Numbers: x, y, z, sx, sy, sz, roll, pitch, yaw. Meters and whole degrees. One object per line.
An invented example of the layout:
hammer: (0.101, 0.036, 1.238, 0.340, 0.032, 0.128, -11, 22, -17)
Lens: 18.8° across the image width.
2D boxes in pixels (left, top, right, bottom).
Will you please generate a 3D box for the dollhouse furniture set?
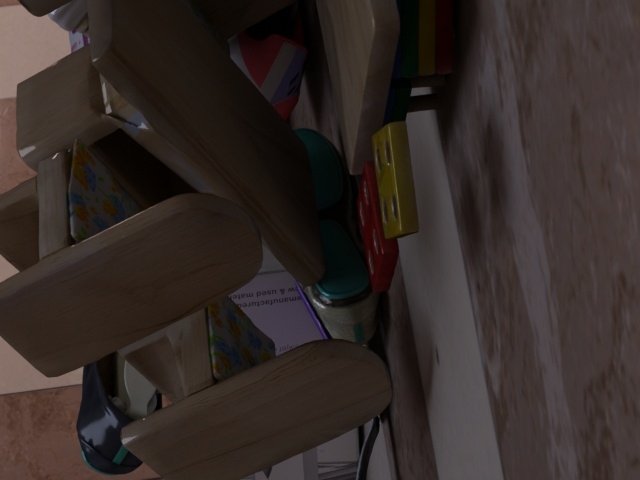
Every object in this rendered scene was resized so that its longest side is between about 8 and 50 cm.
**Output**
dollhouse furniture set: (-0.078, -0.138, 1.034, 0.394, 0.256, 0.362, 48, -156, -42)

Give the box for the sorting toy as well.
sorting toy: (0.030, -0.111, 0.881, 0.132, 0.046, 0.274, 98, 164, -63)

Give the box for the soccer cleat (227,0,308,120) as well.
soccer cleat: (-0.048, -0.172, 1.382, 0.095, 0.083, 0.248, -52, 28, 33)

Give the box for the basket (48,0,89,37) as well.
basket: (-0.103, -0.211, 1.319, 0.167, 0.103, 0.113, -49, 30, 20)

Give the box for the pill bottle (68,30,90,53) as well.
pill bottle: (-0.117, -0.144, 1.541, 0.160, 0.160, 0.283, 125, 137, -79)

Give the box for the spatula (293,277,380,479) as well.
spatula: (0.031, 0.163, 1.168, 0.084, 0.030, 0.296, 60, -163, -69)

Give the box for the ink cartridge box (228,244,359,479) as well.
ink cartridge box: (-0.045, 0.104, 1.387, 0.207, 0.117, 0.283, -113, 18, -63)

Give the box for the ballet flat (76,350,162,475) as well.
ballet flat: (-0.138, 0.073, 1.391, 0.074, 0.074, 0.203, 92, 176, -49)

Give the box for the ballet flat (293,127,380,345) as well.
ballet flat: (0.000, 0.000, 1.200, 0.168, 0.057, 0.052, -104, 1, -46)
